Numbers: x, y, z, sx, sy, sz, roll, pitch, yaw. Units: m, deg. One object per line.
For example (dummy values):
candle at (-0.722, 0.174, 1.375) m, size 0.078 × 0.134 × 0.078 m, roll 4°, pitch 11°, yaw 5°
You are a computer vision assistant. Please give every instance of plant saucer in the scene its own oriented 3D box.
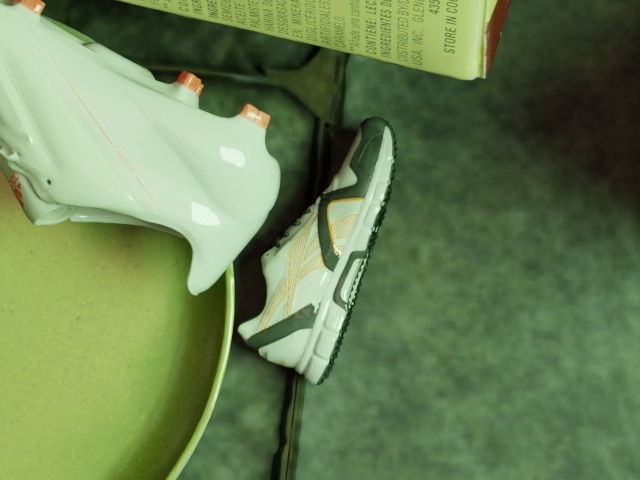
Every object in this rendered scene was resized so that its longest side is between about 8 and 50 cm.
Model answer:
plant saucer at (-0.152, 0.024, 0.663) m, size 0.241 × 0.037 × 0.241 m, roll 0°, pitch 84°, yaw 4°

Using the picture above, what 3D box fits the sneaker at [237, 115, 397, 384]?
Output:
sneaker at (0.000, 0.000, 0.656) m, size 0.043 × 0.040 × 0.109 m, roll 20°, pitch 85°, yaw 7°

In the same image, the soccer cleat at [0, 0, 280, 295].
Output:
soccer cleat at (-0.109, -0.050, 0.619) m, size 0.196 × 0.068 × 0.076 m, roll 27°, pitch 89°, yaw 3°

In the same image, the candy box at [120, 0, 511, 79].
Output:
candy box at (-0.068, -0.180, 0.599) m, size 0.316 × 0.087 × 0.183 m, roll 14°, pitch 54°, yaw 13°
